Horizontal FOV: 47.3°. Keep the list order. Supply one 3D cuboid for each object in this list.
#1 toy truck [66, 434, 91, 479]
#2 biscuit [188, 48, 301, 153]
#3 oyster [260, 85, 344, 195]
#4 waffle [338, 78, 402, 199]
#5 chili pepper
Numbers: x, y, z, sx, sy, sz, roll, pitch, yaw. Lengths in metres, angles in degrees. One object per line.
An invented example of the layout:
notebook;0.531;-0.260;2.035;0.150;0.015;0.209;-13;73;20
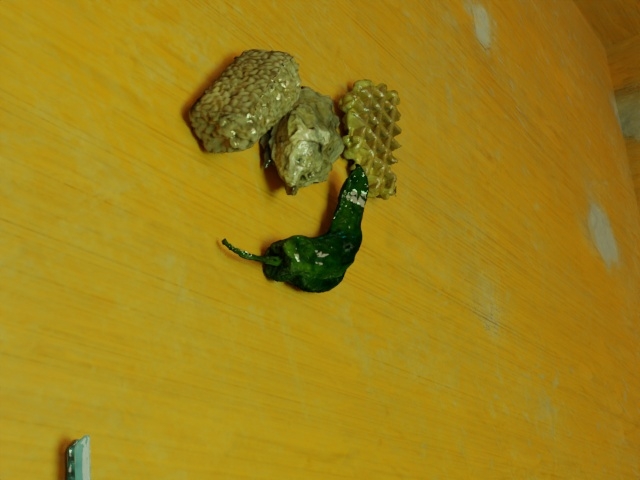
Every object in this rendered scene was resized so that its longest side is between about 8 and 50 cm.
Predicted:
toy truck;-0.158;0.222;0.575;0.074;0.063;0.136;5;66;-33
biscuit;-0.083;-0.161;0.842;0.168;0.082;0.070;-61;148;-48
oyster;-0.010;-0.139;0.937;0.209;0.072;0.133;-29;102;-57
waffle;0.083;-0.151;1.093;0.160;0.046;0.192;-3;78;-54
chili pepper;0.000;0.001;0.889;0.279;0.065;0.122;-36;103;-54
